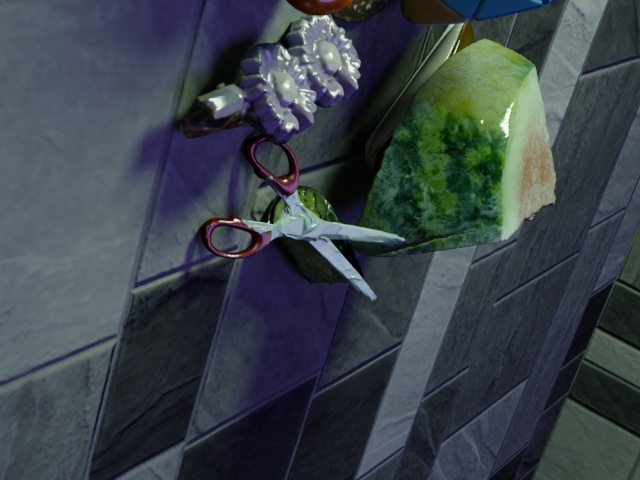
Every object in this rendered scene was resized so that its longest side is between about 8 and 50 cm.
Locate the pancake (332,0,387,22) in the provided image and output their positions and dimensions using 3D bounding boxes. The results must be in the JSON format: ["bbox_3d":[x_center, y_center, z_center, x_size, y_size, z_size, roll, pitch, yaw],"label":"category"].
[{"bbox_3d":[0.057,-0.327,1.379,0.190,0.020,0.184,-63,155,6],"label":"pancake"}]

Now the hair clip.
[{"bbox_3d":[-0.035,-0.163,1.310,0.292,0.085,0.106,-36,103,-47],"label":"hair clip"}]

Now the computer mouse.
[{"bbox_3d":[0.143,-0.177,1.666,0.245,0.056,0.126,-55,156,-17],"label":"computer mouse"}]

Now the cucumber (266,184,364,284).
[{"bbox_3d":[-0.002,-0.003,1.559,0.211,0.078,0.062,53,34,-67],"label":"cucumber"}]

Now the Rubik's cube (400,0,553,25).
[{"bbox_3d":[0.164,-0.350,1.426,0.254,0.254,0.254,-44,151,-33],"label":"Rubik's cube"}]

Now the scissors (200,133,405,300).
[{"bbox_3d":[-0.010,-0.012,1.433,0.248,0.017,0.144,27,91,-34],"label":"scissors"}]

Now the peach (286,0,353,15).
[{"bbox_3d":[-0.001,-0.271,1.240,0.101,0.101,0.100,-44,151,-33],"label":"peach"}]

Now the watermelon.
[{"bbox_3d":[0.167,-0.089,1.600,0.232,0.193,0.310,48,53,-44],"label":"watermelon"}]
